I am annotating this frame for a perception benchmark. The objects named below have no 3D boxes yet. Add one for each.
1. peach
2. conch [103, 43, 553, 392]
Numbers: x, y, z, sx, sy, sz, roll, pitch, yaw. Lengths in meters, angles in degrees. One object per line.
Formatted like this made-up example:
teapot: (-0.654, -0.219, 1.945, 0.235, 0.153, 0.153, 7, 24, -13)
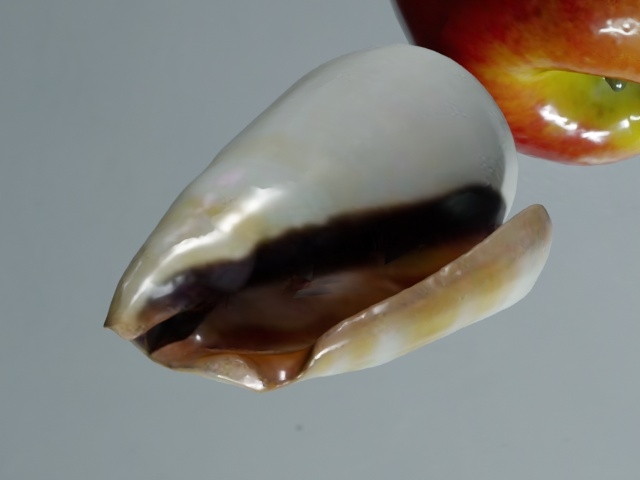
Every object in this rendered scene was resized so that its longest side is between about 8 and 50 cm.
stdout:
peach: (0.139, -0.155, 0.803, 0.243, 0.199, 0.243, -3, 69, 7)
conch: (0.008, -0.006, 0.576, 0.094, 0.176, 0.104, -38, 83, 27)
